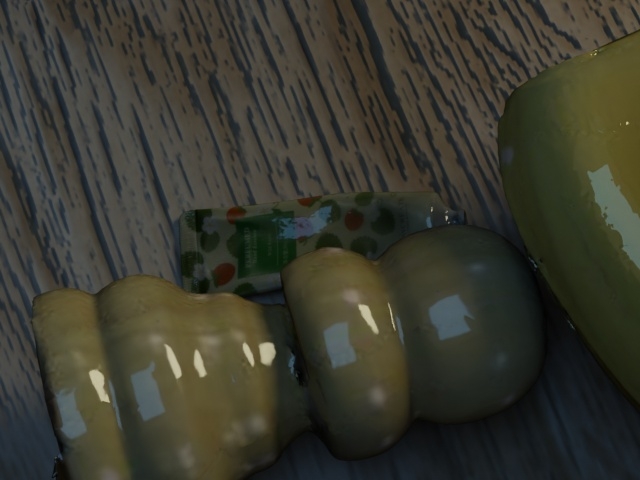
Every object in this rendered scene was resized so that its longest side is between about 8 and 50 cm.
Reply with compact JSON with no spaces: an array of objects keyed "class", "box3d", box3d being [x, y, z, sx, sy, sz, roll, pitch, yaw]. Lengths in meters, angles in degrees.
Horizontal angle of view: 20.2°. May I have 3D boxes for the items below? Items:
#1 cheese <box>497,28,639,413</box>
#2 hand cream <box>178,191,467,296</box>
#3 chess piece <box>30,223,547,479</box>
[{"class":"cheese","box3d":[0.247,0.016,0.901,0.259,0.128,0.316,-24,83,-7]},{"class":"hand cream","box3d":[0.000,0.000,1.000,0.165,0.037,0.057,-8,72,12]},{"class":"chess piece","box3d":[-0.010,0.068,0.933,0.260,0.143,0.143,-13,72,-3]}]
